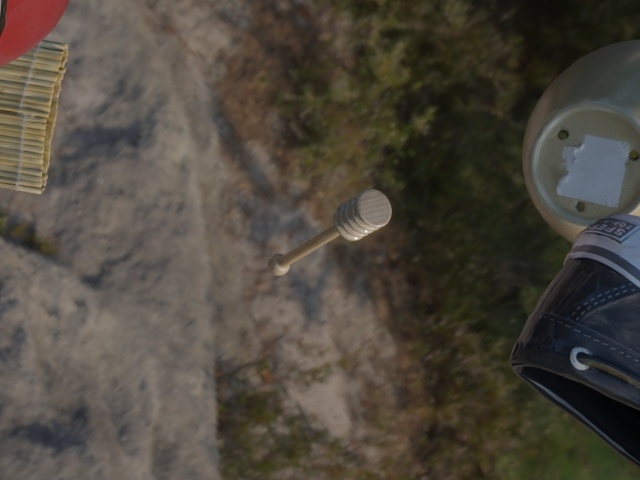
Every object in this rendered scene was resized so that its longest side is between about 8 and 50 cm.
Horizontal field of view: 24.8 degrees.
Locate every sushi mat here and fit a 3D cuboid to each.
[{"bbox_3d":[-0.406,-0.141,1.385,0.316,0.019,0.151,10,83,1],"label":"sushi mat"}]

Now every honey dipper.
[{"bbox_3d":[0.000,0.000,1.112,0.030,0.160,0.031,11,67,-28],"label":"honey dipper"}]

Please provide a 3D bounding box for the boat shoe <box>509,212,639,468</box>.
[{"bbox_3d":[0.154,0.093,0.486,0.228,0.080,0.076,46,74,-9],"label":"boat shoe"}]

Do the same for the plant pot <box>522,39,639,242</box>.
[{"bbox_3d":[0.320,-0.088,1.558,0.256,0.256,0.274,61,22,5],"label":"plant pot"}]

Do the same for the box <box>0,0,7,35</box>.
[{"bbox_3d":[-0.144,-0.128,0.339,0.147,0.180,0.077,9,30,-6],"label":"box"}]

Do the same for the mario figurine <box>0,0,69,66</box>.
[{"bbox_3d":[-0.208,-0.202,0.547,0.320,0.198,0.170,54,50,-13],"label":"mario figurine"}]
